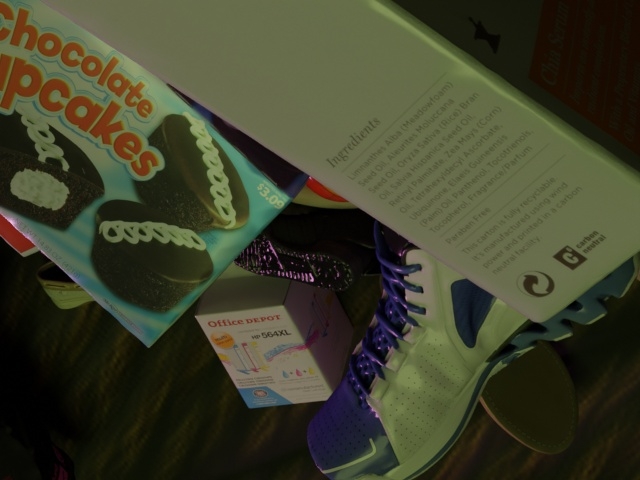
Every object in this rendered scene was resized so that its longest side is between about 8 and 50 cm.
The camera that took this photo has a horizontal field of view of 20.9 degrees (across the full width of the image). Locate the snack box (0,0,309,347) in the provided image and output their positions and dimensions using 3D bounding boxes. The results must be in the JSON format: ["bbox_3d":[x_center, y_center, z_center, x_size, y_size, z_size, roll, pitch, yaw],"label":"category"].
[{"bbox_3d":[-0.185,-0.092,1.286,0.322,0.060,0.187,42,120,-4],"label":"snack box"}]

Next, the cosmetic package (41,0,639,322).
[{"bbox_3d":[0.040,-0.169,1.197,0.453,0.230,0.161,32,133,-17],"label":"cosmetic package"}]

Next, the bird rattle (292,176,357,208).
[{"bbox_3d":[-0.011,-0.070,1.390,0.207,0.143,0.253,20,142,-27],"label":"bird rattle"}]

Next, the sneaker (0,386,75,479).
[{"bbox_3d":[-0.339,0.196,1.729,0.202,0.185,0.483,10,146,-4],"label":"sneaker"}]

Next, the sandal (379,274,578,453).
[{"bbox_3d":[0.133,0.095,1.559,0.240,0.088,0.079,45,161,-17],"label":"sandal"}]

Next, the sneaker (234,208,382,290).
[{"bbox_3d":[0.000,-0.002,1.479,0.170,0.089,0.051,18,128,26],"label":"sneaker"}]

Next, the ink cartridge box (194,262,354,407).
[{"bbox_3d":[-0.043,0.068,1.554,0.092,0.090,0.143,-9,131,24],"label":"ink cartridge box"}]

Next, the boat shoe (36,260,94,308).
[{"bbox_3d":[-0.206,0.027,1.590,0.135,0.050,0.045,-20,131,32],"label":"boat shoe"}]

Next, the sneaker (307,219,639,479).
[{"bbox_3d":[0.084,0.045,1.391,0.315,0.127,0.182,-43,122,13],"label":"sneaker"}]

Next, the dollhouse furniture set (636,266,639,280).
[{"bbox_3d":[0.368,0.140,1.353,0.286,0.303,0.198,12,135,5],"label":"dollhouse furniture set"}]

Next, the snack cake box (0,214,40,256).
[{"bbox_3d":[-0.271,-0.120,1.435,0.152,0.089,0.264,-24,124,32],"label":"snack cake box"}]
